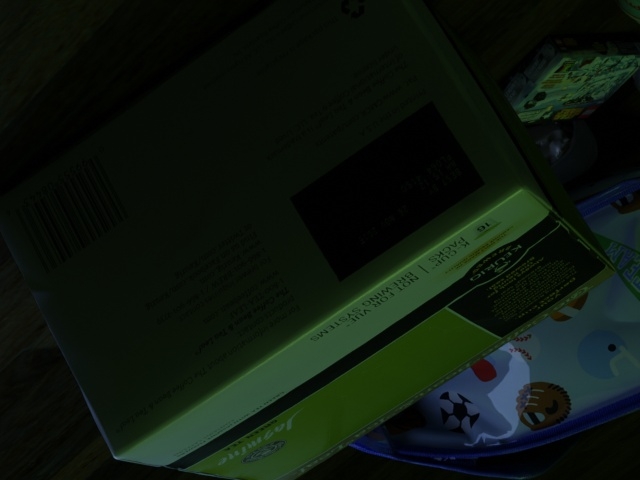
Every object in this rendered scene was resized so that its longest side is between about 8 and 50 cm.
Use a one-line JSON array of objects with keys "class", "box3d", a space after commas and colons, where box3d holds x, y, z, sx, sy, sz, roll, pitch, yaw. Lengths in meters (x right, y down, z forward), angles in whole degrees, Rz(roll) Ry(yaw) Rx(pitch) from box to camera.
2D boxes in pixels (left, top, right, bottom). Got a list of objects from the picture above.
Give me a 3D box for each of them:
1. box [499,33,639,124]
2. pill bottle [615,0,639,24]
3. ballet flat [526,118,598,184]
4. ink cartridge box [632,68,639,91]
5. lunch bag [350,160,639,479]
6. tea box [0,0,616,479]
[{"class": "box", "box3d": [0.216, -0.140, 1.618, 0.137, 0.027, 0.094, -8, 149, -47]}, {"class": "pill bottle", "box3d": [0.258, -0.214, 1.410, 0.087, 0.087, 0.160, -32, 160, 4]}, {"class": "ballet flat", "box3d": [0.154, -0.052, 1.711, 0.213, 0.072, 0.068, -31, 133, 0]}, {"class": "ink cartridge box", "box3d": [0.403, -0.102, 1.616, 0.115, 0.273, 0.198, -30, 161, -10]}, {"class": "lunch bag", "box3d": [0.217, 0.089, 1.810, 0.385, 0.239, 0.328, -24, 177, 16]}, {"class": "tea box", "box3d": [0.000, 0.000, 1.364, 0.329, 0.220, 0.323, -34, 159, 10]}]
